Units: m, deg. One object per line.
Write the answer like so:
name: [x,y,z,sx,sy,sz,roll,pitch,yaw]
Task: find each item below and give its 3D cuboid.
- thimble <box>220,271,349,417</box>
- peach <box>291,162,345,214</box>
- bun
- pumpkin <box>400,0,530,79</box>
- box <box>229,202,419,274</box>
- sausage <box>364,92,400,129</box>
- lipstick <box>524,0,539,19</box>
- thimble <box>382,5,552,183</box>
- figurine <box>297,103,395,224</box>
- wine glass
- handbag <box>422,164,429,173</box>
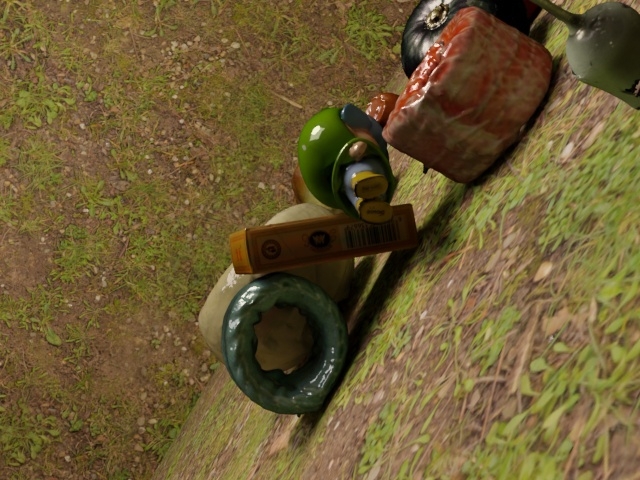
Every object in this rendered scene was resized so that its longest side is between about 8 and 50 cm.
thimble: [-0.055,0.167,1.235,0.199,0.234,0.143,-14,0,-11]
peach: [0.044,-0.123,1.781,0.214,0.214,0.235,-58,-13,2]
bun: [-0.067,0.108,1.497,0.361,0.213,0.361,-50,-8,-9]
pumpkin: [0.245,-0.343,1.323,0.233,0.163,0.233,-35,37,32]
box: [0.000,0.000,1.270,0.174,0.274,0.076,164,96,-75]
sausage: [0.158,-0.181,1.288,0.076,0.198,0.076,-30,47,39]
lipstick: [0.339,-0.395,1.428,0.279,0.073,0.073,-56,7,21]
thimble: [0.209,-0.210,1.126,0.239,0.162,0.239,-57,6,9]
figurine: [0.044,-0.112,1.161,0.143,0.162,0.263,-19,29,-2]
wine glass: [0.237,-0.200,0.722,0.079,0.196,0.079,-58,9,16]
handbag: [0.218,-0.182,1.410,0.115,0.072,0.139,-67,-3,-62]
